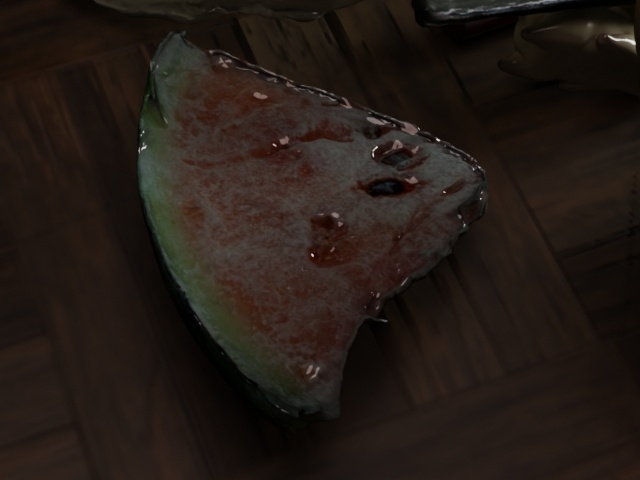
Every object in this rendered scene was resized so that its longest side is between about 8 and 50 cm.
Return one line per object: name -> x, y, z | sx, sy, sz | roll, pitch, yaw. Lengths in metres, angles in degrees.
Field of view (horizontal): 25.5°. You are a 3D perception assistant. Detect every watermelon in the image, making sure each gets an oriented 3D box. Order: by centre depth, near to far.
watermelon -> 0.000, 0.000, 0.539 | 0.139, 0.071, 0.187 | -6, 52, -14

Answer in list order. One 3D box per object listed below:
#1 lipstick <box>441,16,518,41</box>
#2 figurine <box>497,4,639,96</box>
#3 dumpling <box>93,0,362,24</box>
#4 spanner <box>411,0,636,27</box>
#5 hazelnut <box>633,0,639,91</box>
lipstick -> 0.135, -0.128, 0.641 | 0.177, 0.027, 0.027 | -20, 63, -15
figurine -> 0.117, -0.093, 0.602 | 0.083, 0.047, 0.050 | 11, 72, -16
dumpling -> -0.063, -0.263, 0.641 | 0.316, 0.233, 0.395 | -25, 75, 19
spanner -> 0.179, -0.118, 0.604 | 0.326, 0.026, 0.093 | -12, 64, -24
hazelnut -> 0.235, -0.049, 0.474 | 0.261, 0.261, 0.241 | -32, 35, -20
